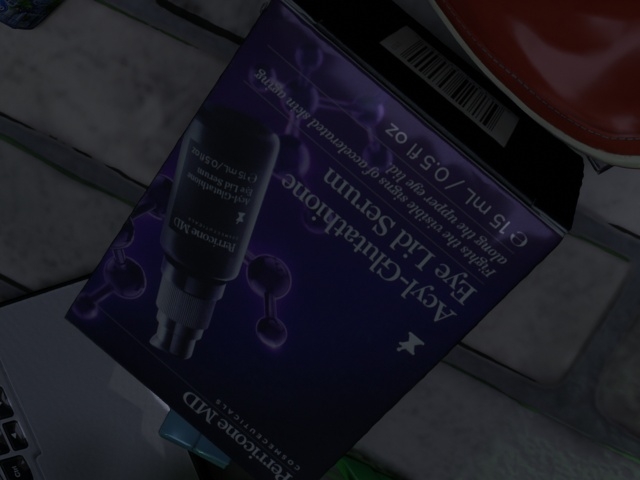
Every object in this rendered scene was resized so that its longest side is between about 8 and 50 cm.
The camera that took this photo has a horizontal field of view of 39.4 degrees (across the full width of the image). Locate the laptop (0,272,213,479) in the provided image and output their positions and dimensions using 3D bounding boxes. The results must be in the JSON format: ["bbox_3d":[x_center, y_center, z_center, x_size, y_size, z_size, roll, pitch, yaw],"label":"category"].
[{"bbox_3d":[-0.261,0.275,0.524,0.407,0.236,0.382,-17,101,17],"label":"laptop"}]

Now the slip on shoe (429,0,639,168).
[{"bbox_3d":[0.070,-0.171,0.353,0.123,0.101,0.331,-27,99,17],"label":"slip on shoe"}]

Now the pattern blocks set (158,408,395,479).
[{"bbox_3d":[-0.070,0.243,0.468,0.285,0.325,0.026,35,154,5],"label":"pattern blocks set"}]

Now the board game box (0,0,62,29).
[{"bbox_3d":[-0.158,-0.243,0.449,0.194,0.060,0.194,-37,94,21],"label":"board game box"}]

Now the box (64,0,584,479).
[{"bbox_3d":[0.000,0.000,0.438,0.153,0.108,0.207,39,118,1],"label":"box"}]

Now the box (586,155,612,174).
[{"bbox_3d":[0.125,-0.148,0.419,0.114,0.036,0.207,-31,96,19],"label":"box"}]
